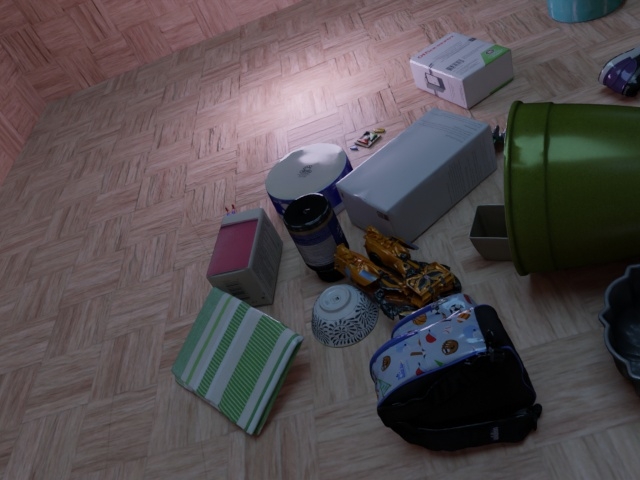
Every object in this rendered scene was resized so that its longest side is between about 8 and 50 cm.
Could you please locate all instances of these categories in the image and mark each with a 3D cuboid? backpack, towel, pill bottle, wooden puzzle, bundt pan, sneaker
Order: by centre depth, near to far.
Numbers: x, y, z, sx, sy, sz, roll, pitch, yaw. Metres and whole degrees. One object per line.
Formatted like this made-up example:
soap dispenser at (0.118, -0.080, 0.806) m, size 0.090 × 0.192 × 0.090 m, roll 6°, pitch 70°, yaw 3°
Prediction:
bundt pan at (0.656, 0.171, 0.969) m, size 0.331 × 0.124 × 0.331 m, roll -15°, pitch 42°, yaw 14°
backpack at (0.222, 0.241, 1.030) m, size 0.263 × 0.276 × 0.213 m, roll -28°, pitch 35°, yaw 8°
towel at (-0.202, 0.269, 1.320) m, size 0.325 × 0.038 × 0.248 m, roll 19°, pitch 80°, yaw 42°
pill bottle at (0.000, 0.000, 1.421) m, size 0.123 × 0.219 × 0.122 m, roll -14°, pitch 42°, yaw 13°
sneaker at (0.923, -0.485, 1.571) m, size 0.283 × 0.107 × 0.124 m, roll -33°, pitch 55°, yaw -3°
wooden puzzle at (0.152, -0.333, 1.858) m, size 0.079 × 0.014 × 0.116 m, roll 18°, pitch 57°, yaw 40°

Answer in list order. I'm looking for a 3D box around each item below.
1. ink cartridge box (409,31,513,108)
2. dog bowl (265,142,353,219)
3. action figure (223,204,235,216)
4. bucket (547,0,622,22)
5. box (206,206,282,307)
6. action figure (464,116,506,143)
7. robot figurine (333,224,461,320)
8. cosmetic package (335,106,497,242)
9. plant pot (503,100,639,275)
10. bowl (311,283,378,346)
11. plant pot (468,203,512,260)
ink cartridge box at (0.457, -0.561, 1.864) m, size 0.198 × 0.114 × 0.273 m, roll -34°, pitch 41°, yaw -10°
dog bowl at (-0.028, -0.172, 1.710) m, size 0.265 × 0.104 × 0.265 m, roll -14°, pitch 42°, yaw 13°
action figure at (-0.282, -0.071, 1.796) m, size 0.038 × 0.030 × 0.115 m, roll -19°, pitch 42°, yaw 1°
bucket at (0.893, -0.880, 1.925) m, size 0.281 × 0.183 × 0.281 m, roll -15°, pitch 42°, yaw 14°
box at (-0.198, 0.048, 1.528) m, size 0.127 × 0.148 × 0.232 m, roll -13°, pitch 41°, yaw 17°
action figure at (0.423, -0.318, 1.638) m, size 0.137 × 0.063 × 0.232 m, roll 2°, pitch 13°, yaw -40°
robot figurine at (0.178, 0.076, 1.322) m, size 0.211 × 0.085 × 0.291 m, roll -33°, pitch 45°, yaw -30°
cosmetic package at (0.260, -0.173, 1.525) m, size 0.385 × 0.156 × 0.217 m, roll -39°, pitch 41°, yaw -13°
plant pot at (0.575, -0.111, 1.119) m, size 0.353 × 0.366 × 0.366 m, roll -1°, pitch 46°, yaw 28°
bowl at (0.044, 0.157, 1.339) m, size 0.170 × 0.080 × 0.170 m, roll -15°, pitch 40°, yaw 13°
plant pot at (0.413, -0.012, 1.313) m, size 0.109 × 0.096 × 0.109 m, roll 1°, pitch 47°, yaw 30°
